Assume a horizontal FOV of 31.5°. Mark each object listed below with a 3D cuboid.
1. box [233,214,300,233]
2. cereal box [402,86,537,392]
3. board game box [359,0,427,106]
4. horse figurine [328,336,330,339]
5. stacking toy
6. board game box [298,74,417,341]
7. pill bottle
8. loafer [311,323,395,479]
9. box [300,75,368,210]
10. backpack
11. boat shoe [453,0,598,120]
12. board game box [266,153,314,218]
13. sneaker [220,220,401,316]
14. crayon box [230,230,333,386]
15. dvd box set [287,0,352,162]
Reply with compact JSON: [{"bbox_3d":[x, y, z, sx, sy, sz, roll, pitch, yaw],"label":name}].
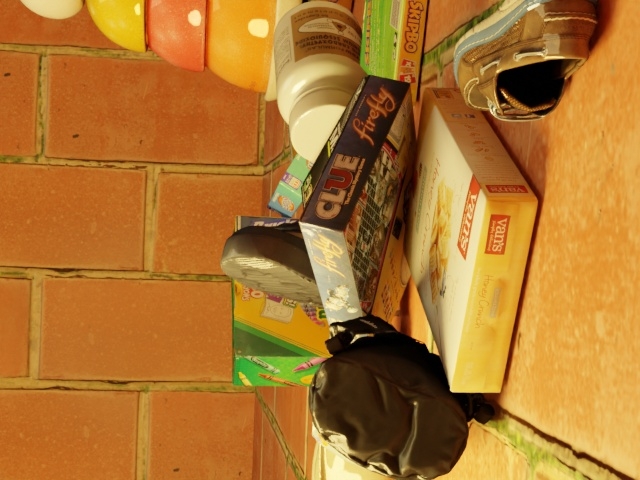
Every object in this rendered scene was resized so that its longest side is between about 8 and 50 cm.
[{"bbox_3d":[-0.053,0.001,1.789,0.054,0.169,0.059,101,169,-47],"label":"box"},{"bbox_3d":[0.117,-0.009,0.951,0.240,0.047,0.173,-102,15,-63],"label":"cereal box"},{"bbox_3d":[0.082,-0.247,1.348,0.259,0.039,0.124,-115,28,-68],"label":"board game box"},{"bbox_3d":[0.035,0.016,1.517,0.174,0.066,0.263,103,167,-59],"label":"horse figurine"},{"bbox_3d":[-0.269,-0.421,1.897,0.350,0.480,0.350,-177,90,-82],"label":"stacking toy"},{"bbox_3d":[0.047,-0.012,1.053,0.243,0.042,0.165,76,-146,-56],"label":"board game box"},{"bbox_3d":[0.003,-0.218,1.568,0.229,0.131,0.131,-96,11,-45],"label":"pill bottle"},{"bbox_3d":[0.043,0.216,1.256,0.092,0.102,0.268,108,164,-85],"label":"loafer"},{"bbox_3d":[0.037,-0.078,1.389,0.190,0.045,0.184,-97,30,-52],"label":"box"},{"bbox_3d":[0.059,0.139,0.984,0.115,0.152,0.182,-61,-4,6],"label":"backpack"},{"bbox_3d":[0.135,-0.118,0.780,0.183,0.066,0.066,120,150,-74],"label":"boat shoe"},{"bbox_3d":[-0.015,-0.123,1.742,0.160,0.047,0.210,-58,2,-10],"label":"board game box"},{"bbox_3d":[0.000,0.000,1.181,0.319,0.112,0.131,23,-105,-64],"label":"sneaker"},{"bbox_3d":[-0.062,0.108,1.856,0.081,0.165,0.278,99,169,-45],"label":"crayon box"},{"bbox_3d":[-0.006,-0.348,1.940,0.307,0.062,0.420,-96,12,-51],"label":"dvd box set"}]
